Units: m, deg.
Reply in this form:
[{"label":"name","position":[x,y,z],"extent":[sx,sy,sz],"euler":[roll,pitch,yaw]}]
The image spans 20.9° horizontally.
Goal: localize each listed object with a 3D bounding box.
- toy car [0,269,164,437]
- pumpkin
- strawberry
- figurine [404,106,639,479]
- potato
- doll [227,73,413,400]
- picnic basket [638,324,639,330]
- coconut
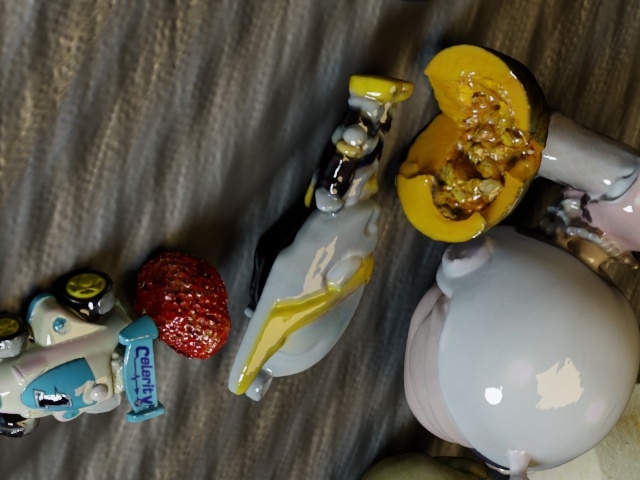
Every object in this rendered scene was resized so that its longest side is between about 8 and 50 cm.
[{"label":"toy car","position":[-0.212,0.110,1.426],"extent":[0.161,0.098,0.126],"euler":[-23,128,-32]},{"label":"pumpkin","position":[0.149,-0.093,1.602],"extent":[0.107,0.119,0.183],"euler":[-17,131,-57]},{"label":"strawberry","position":[-0.116,0.059,1.484],"extent":[0.083,0.096,0.083],"euler":[-40,153,-25]},{"label":"figurine","position":[0.225,0.059,1.705],"extent":[0.253,0.211,0.361],"euler":[32,95,-16]},{"label":"potato","position":[0.092,0.304,1.794],"extent":[0.154,0.137,0.200],"euler":[23,113,-32]},{"label":"doll","position":[0.002,0.000,1.549],"extent":[0.103,0.145,0.316],"euler":[18,100,-12]},{"label":"picnic basket","position":[0.314,0.094,1.920],"extent":[0.065,0.083,0.083],"euler":[39,44,-47]},{"label":"coconut","position":[0.311,0.245,1.923],"extent":[0.197,0.237,0.237],"euler":[-19,144,23]}]
